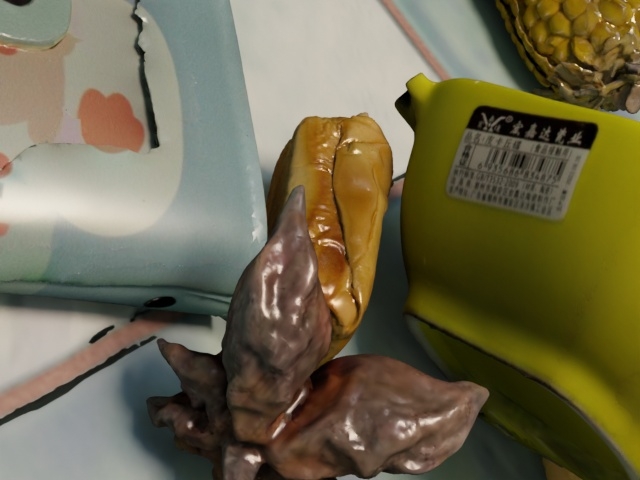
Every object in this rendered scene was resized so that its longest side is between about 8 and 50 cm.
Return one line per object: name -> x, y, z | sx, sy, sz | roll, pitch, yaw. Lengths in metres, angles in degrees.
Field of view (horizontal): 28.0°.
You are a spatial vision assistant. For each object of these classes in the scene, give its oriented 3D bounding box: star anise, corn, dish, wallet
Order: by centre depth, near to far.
star anise -> -0.057, 0.101, 0.468 | 0.218, 0.148, 0.227 | 1, 33, 13
wallet -> -0.149, -0.058, 0.556 | 0.250, 0.075, 0.176 | 8, 61, -34
dish -> 0.121, 0.039, 0.612 | 0.108, 0.262, 0.221 | -48, 136, -13
corn -> 0.150, -0.224, 0.884 | 0.115, 0.115, 0.318 | -7, 64, -41

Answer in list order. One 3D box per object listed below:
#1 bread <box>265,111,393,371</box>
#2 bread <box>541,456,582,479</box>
bread -> 0.000, 0.000, 0.629 | 0.053, 0.074, 0.132 | 19, 47, -13
bread -> 0.204, 0.218, 0.654 | 0.167, 0.163, 0.264 | 10, 22, -28
